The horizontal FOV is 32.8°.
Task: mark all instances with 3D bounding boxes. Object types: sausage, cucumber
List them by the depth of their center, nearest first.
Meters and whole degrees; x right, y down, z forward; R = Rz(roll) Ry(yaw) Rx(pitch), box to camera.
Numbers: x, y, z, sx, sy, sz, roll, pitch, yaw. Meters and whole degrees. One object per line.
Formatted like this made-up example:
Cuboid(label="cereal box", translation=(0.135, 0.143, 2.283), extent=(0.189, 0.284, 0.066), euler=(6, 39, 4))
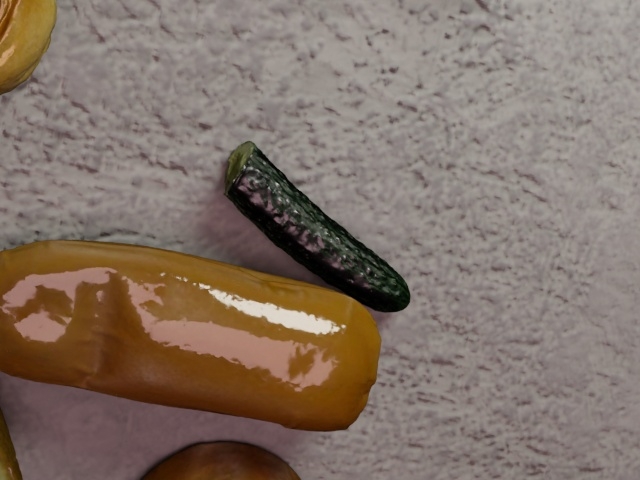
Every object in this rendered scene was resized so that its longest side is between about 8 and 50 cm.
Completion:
Cuboid(label="sausage", translation=(-0.128, 0.074, 0.916), extent=(0.353, 0.116, 0.134), euler=(14, 114, -13))
Cuboid(label="cucumber", translation=(0.000, 0.000, 0.960), extent=(0.214, 0.052, 0.058), euler=(40, 64, -21))

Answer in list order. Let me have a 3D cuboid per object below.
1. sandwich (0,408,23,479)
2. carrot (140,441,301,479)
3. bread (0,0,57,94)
Cuboid(label="sandwich", translation=(-0.339, 0.122, 0.874), extent=(0.122, 0.128, 0.236), euler=(-28, 106, -11))
Cuboid(label="carrot", translation=(-0.072, 0.311, 0.918), extent=(0.195, 0.254, 0.196), euler=(-5, 108, -14))
Cuboid(label="bread", translation=(-0.317, -0.181, 0.804), extent=(0.236, 0.120, 0.198), euler=(-18, 106, -7))
